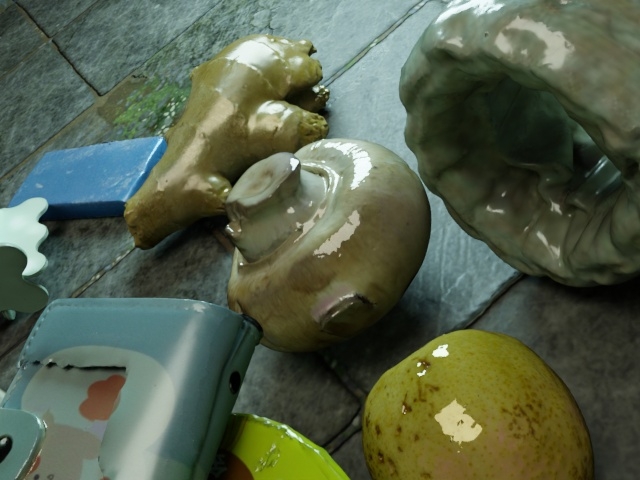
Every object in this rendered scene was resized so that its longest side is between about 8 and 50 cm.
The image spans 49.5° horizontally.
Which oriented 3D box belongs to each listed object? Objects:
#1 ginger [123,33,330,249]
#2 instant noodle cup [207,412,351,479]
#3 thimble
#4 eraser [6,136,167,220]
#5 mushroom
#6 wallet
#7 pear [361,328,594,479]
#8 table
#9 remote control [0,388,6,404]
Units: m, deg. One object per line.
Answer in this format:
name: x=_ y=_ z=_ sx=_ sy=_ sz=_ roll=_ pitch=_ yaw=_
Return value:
ginger: x=-0.115 y=-0.134 z=1.001 sx=0.236 sy=0.166 sz=0.376 roll=19 pitch=82 yaw=4
instant noodle cup: x=-0.050 y=0.297 z=0.456 sx=0.311 sy=0.221 sz=0.311 roll=-17 pitch=45 yaw=18
thimble: x=0.223 y=-0.111 z=0.594 sx=0.291 sy=0.291 sz=0.195 roll=23 pitch=63 yaw=44
eraser: x=-0.396 y=-0.101 z=1.179 sx=0.311 sy=0.043 sz=0.144 roll=-1 pitch=52 yaw=33
mushroom: x=0.000 y=0.000 z=0.711 sx=0.255 sy=0.184 sz=0.255 roll=-29 pitch=28 yaw=17
wallet: x=-0.151 y=0.155 z=0.435 sx=0.176 sy=0.075 sz=0.250 roll=0 pitch=53 yaw=26
pear: x=0.120 y=0.160 z=0.528 sx=0.178 sy=0.178 sz=0.178 roll=-18 pitch=45 yaw=19
table: x=-0.499 y=0.009 z=1.061 sx=0.166 sy=0.166 sz=0.198 roll=-31 pitch=42 yaw=6
remote control: x=-0.509 y=0.239 z=0.937 sx=0.344 sy=0.050 sz=0.145 roll=14 pitch=61 yaw=41
